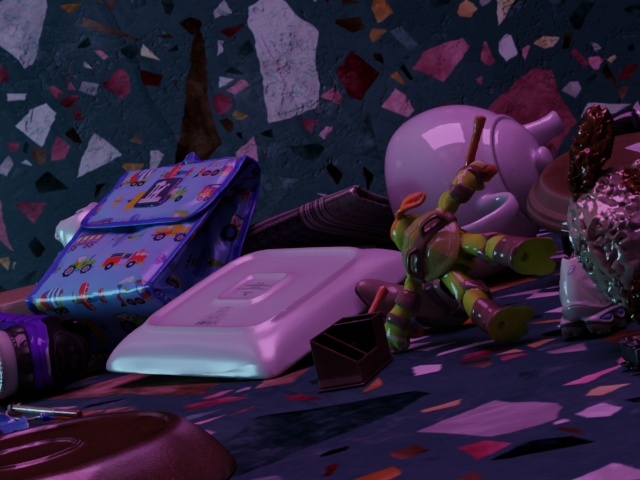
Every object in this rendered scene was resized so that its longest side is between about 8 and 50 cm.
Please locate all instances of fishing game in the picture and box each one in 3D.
[{"bbox_3d":[-0.385,0.195,1.634,0.264,0.041,0.189,-15,8,-41],"label":"fishing game"}]

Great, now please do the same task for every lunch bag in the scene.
[{"bbox_3d":[-0.205,0.002,2.091,0.221,0.138,0.293,-8,43,36],"label":"lunch bag"}]

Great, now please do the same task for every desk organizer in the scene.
[{"bbox_3d":[0.030,0.106,1.571,0.047,0.050,0.130,-11,4,16],"label":"desk organizer"}]

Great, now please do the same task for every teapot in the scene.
[{"bbox_3d":[0.213,-0.072,2.101,0.187,0.256,0.252,-21,-29,31],"label":"teapot"}]

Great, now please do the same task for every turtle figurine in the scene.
[{"bbox_3d":[0.137,0.002,1.633,0.087,0.269,0.217,32,-3,-39],"label":"turtle figurine"}]

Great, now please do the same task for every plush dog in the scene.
[{"bbox_3d":[0.310,-0.008,1.444,0.225,0.262,0.210,-3,-36,-41],"label":"plush dog"}]

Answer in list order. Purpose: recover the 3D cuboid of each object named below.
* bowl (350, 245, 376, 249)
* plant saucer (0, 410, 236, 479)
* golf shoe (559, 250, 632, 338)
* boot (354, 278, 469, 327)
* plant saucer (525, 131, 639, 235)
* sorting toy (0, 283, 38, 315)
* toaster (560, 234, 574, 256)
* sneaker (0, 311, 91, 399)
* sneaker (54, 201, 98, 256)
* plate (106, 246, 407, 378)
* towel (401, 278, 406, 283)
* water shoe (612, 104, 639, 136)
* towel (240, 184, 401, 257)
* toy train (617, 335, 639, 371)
[{"bbox_3d":[-0.004,0.062,2.071,0.170,0.080,0.170,-12,5,1],"label":"bowl"},{"bbox_3d":[-0.221,0.185,1.251,0.311,0.050,0.310,-12,5,1],"label":"plant saucer"},{"bbox_3d":[0.277,0.037,1.575,0.069,0.086,0.176,-12,2,25],"label":"golf shoe"},{"bbox_3d":[0.108,0.059,1.752,0.118,0.042,0.087,22,-29,-22],"label":"boot"},{"bbox_3d":[0.378,-0.073,1.926,0.278,0.041,0.278,-11,20,4],"label":"plant saucer"},{"bbox_3d":[-0.471,0.130,2.405,0.257,0.089,0.255,-13,5,-23],"label":"sorting toy"},{"bbox_3d":[0.398,-0.038,2.088,0.186,0.110,0.168,-11,5,2],"label":"toaster"},{"bbox_3d":[-0.357,0.138,1.999,0.146,0.102,0.293,-9,8,-22],"label":"sneaker"},{"bbox_3d":[-0.260,0.011,2.365,0.236,0.130,0.323,20,2,11],"label":"sneaker"},{"bbox_3d":[-0.071,0.071,1.839,0.277,0.045,0.278,-1,25,43],"label":"plate"},{"bbox_3d":[0.160,0.049,2.263,0.083,0.009,0.060,-14,4,-28],"label":"towel"},{"bbox_3d":[0.418,-0.093,2.215,0.080,0.203,0.073,-13,34,-4],"label":"water shoe"},{"bbox_3d":[0.000,0.000,2.210,0.312,0.056,0.324,-23,-18,27],"label":"towel"},{"bbox_3d":[0.267,0.092,1.257,0.036,0.027,0.158,-9,4,-8],"label":"toy train"}]
